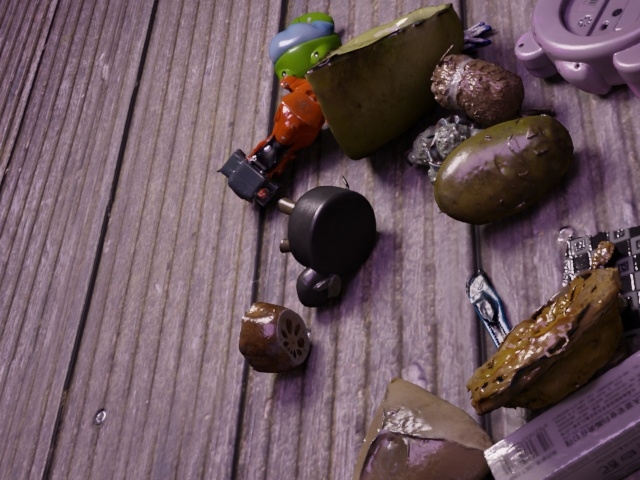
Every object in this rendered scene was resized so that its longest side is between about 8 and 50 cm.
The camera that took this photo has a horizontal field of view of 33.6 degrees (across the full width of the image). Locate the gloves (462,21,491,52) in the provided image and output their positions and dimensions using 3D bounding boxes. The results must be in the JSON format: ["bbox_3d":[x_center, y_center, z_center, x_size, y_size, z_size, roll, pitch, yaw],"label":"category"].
[{"bbox_3d":[0.296,-0.394,2.067,0.086,0.026,0.064,-23,46,20],"label":"gloves"}]

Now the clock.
[{"bbox_3d":[0.508,-0.381,1.794,0.322,0.113,0.295,12,66,49],"label":"clock"}]

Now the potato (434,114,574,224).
[{"bbox_3d":[0.297,-0.114,1.741,0.251,0.113,0.149,-34,81,15],"label":"potato"}]

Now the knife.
[{"bbox_3d":[0.280,0.144,1.617,0.044,0.026,0.296,-27,40,5],"label":"knife"}]

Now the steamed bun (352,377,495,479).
[{"bbox_3d":[0.122,0.316,1.549,0.212,0.110,0.231,-55,37,-9],"label":"steamed bun"}]

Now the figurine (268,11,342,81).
[{"bbox_3d":[-0.028,-0.424,2.312,0.162,0.143,0.263,-23,27,17],"label":"figurine"}]

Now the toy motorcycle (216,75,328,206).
[{"bbox_3d":[-0.070,-0.207,2.121,0.325,0.148,0.221,-50,-1,10],"label":"toy motorcycle"}]

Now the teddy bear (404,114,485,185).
[{"bbox_3d":[0.221,-0.163,1.867,0.213,0.111,0.133,21,69,48],"label":"teddy bear"}]

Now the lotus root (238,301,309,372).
[{"bbox_3d":[-0.078,0.167,1.848,0.081,0.122,0.112,-10,42,34],"label":"lotus root"}]

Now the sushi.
[{"bbox_3d":[0.413,0.055,1.565,0.139,0.031,0.201,-14,49,35],"label":"sushi"}]

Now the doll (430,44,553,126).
[{"bbox_3d":[0.292,-0.251,1.842,0.221,0.115,0.105,33,69,20],"label":"doll"}]

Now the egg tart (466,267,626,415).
[{"bbox_3d":[0.321,0.151,1.435,0.291,0.107,0.291,-44,-3,-3],"label":"egg tart"}]

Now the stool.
[{"bbox_3d":[-0.006,-0.003,1.902,0.139,0.153,0.228,15,69,48],"label":"stool"}]

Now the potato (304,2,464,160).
[{"bbox_3d":[0.156,-0.304,1.997,0.280,0.212,0.330,-21,14,15],"label":"potato"}]

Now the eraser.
[{"bbox_3d":[0.412,0.219,1.376,0.404,0.096,0.098,-35,39,13],"label":"eraser"}]
